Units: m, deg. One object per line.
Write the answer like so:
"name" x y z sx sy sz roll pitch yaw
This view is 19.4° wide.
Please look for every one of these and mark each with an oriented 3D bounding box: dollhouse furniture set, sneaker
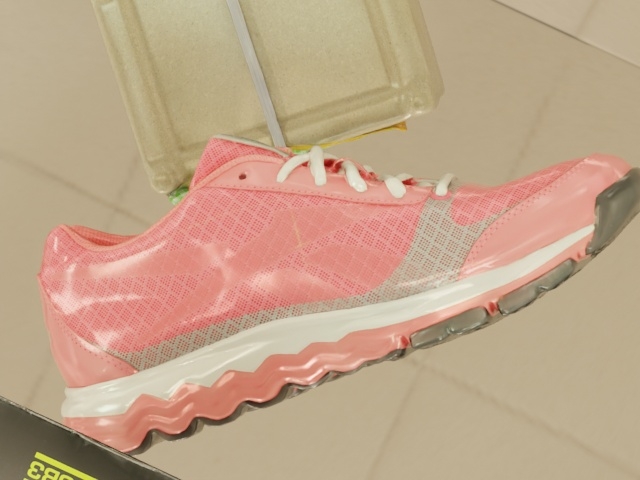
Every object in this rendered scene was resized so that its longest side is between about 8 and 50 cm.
"dollhouse furniture set" -0.052 -0.197 1.215 0.198 0.151 0.301 -17 96 2
"sneaker" 0.000 0.000 0.908 0.314 0.116 0.136 -21 88 9

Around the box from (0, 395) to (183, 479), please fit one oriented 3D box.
"box" -0.067 0.119 0.756 0.184 0.191 0.045 24 78 -8
